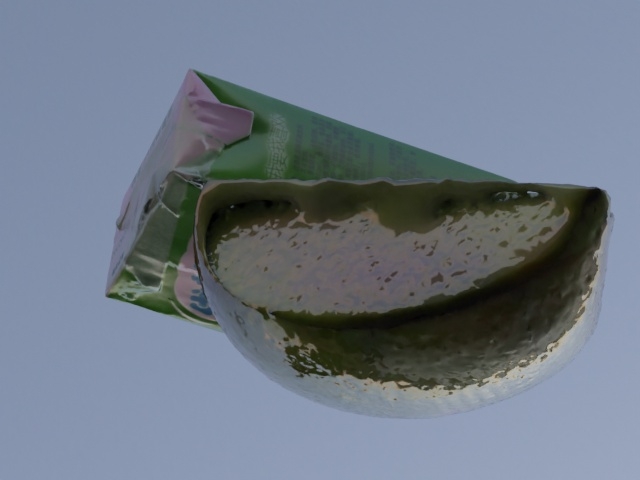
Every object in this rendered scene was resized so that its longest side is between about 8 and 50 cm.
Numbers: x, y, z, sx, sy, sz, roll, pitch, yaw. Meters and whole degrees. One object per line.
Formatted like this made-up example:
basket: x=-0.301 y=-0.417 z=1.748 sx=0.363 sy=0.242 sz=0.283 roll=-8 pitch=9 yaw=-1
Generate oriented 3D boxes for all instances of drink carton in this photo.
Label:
drink carton: x=0.000 y=0.000 z=1.041 sx=0.271 sy=0.108 sz=0.161 roll=17 pitch=-41 yaw=-16

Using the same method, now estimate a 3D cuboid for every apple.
apple: x=0.049 y=0.054 z=0.902 sx=0.265 sy=0.120 sz=0.193 roll=2 pitch=-38 yaw=20
